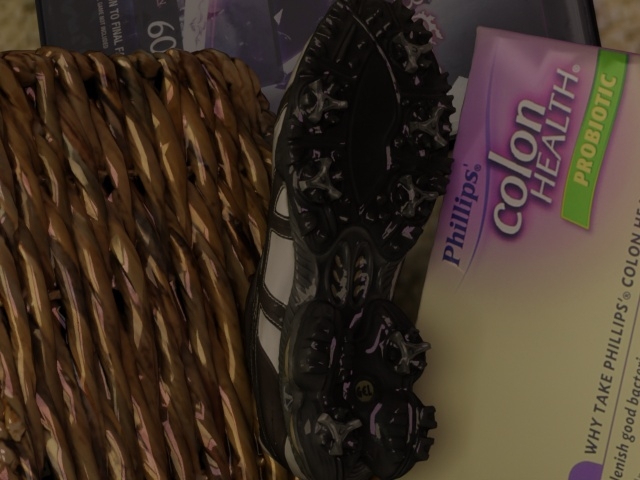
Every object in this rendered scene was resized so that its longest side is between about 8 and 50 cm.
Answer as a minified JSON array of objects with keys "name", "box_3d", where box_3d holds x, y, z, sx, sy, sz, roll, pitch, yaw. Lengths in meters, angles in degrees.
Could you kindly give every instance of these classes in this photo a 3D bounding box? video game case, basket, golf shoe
[{"name":"video game case","box_3d":[-0.010,-0.126,0.943,0.274,0.026,0.196,-13,78,18]},{"name":"basket","box_3d":[-0.116,0.079,0.870,0.223,0.213,0.299,-20,81,48]},{"name":"golf shoe","box_3d":[0.000,0.000,0.779,0.094,0.077,0.198,-15,66,62]}]

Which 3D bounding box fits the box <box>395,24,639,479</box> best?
[{"name":"box","box_3d":[0.169,0.043,0.789,0.243,0.117,0.213,13,93,20]}]
